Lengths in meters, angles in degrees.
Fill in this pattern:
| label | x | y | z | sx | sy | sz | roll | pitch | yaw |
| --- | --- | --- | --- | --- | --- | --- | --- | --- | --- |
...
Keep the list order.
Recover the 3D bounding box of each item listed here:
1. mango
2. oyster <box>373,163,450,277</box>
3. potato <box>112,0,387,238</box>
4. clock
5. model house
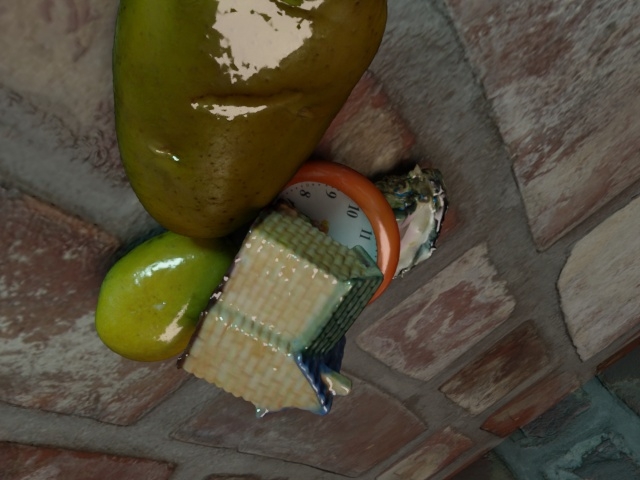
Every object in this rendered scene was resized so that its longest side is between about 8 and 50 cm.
| label | x | y | z | sx | sy | sz | roll | pitch | yaw |
| --- | --- | --- | --- | --- | --- | --- | --- | --- | --- |
| mango | -0.182 | 0.062 | 0.518 | 0.195 | 0.137 | 0.098 | -33 | 178 | -3 |
| oyster | 0.069 | -0.011 | 0.613 | 0.259 | 0.092 | 0.198 | -34 | 134 | 27 |
| potato | -0.074 | -0.148 | 0.384 | 0.195 | 0.176 | 0.369 | -28 | 155 | -54 |
| clock | 0.000 | 0.000 | 0.535 | 0.051 | 0.205 | 0.205 | -44 | 161 | -59 |
| model house | -0.022 | 0.079 | 0.462 | 0.172 | 0.166 | 0.183 | 30 | 113 | 3 |
